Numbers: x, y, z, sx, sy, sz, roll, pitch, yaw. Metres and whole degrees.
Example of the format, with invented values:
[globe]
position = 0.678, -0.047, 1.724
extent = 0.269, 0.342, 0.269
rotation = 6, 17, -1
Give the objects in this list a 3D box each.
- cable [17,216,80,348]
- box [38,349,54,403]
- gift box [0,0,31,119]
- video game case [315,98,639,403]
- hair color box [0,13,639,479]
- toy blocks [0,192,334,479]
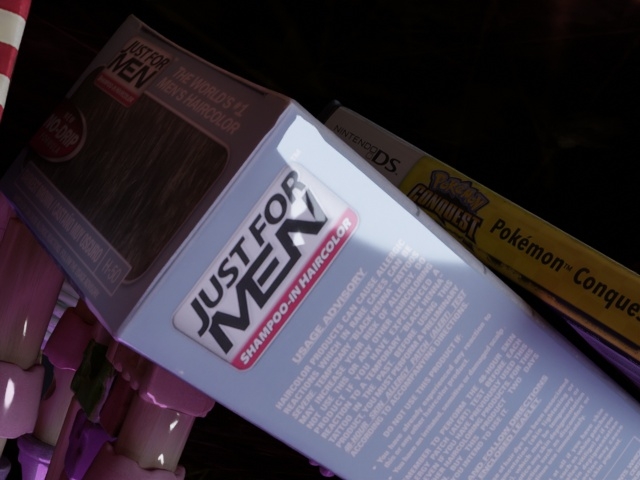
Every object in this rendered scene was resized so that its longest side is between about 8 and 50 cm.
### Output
[cable]
position = -0.334, 0.030, 1.037
extent = 0.257, 0.089, 0.257
rotation = 23, 160, -34
[box]
position = -0.351, 0.147, 1.317
extent = 0.270, 0.143, 0.165
rotation = 7, 162, 13
[gift box]
position = -0.265, -0.050, 0.462
extent = 0.258, 0.255, 0.276
rotation = 15, 156, -17
[video game case]
position = 0.141, 0.044, 0.639
extent = 0.248, 0.035, 0.275
rotation = 35, 178, 41
[hair color box]
position = 0.036, 0.056, 0.585
extent = 0.374, 0.114, 0.185
rotation = 39, 178, -35
[toy blocks]
position = -0.139, 0.132, 0.816
extent = 0.309, 0.260, 0.288
rotation = 19, -178, -24
